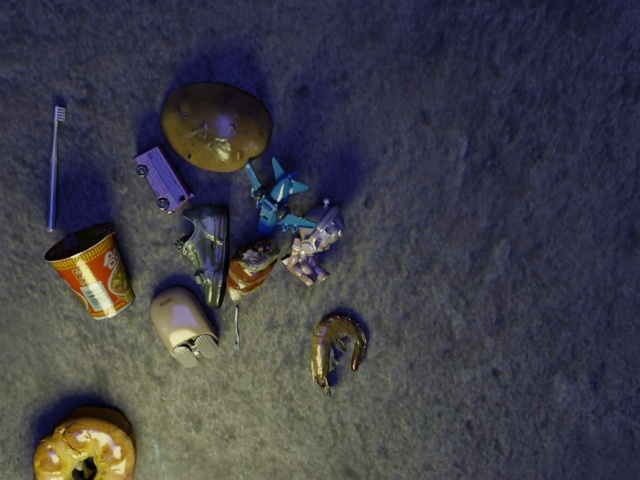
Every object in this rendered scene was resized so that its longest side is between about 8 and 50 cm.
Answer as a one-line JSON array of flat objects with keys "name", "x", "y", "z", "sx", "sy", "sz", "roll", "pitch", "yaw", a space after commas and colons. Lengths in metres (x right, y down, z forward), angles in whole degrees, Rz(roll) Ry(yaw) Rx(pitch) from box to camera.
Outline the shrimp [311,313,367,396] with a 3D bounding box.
[{"name": "shrimp", "x": 0.055, "y": 0.335, "z": 1.981, "sx": 0.173, "sy": 0.058, "sz": 0.253, "roll": -7, "pitch": 104, "yaw": -12}]

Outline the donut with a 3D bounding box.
[{"name": "donut", "x": -0.671, "y": 0.638, "z": 1.940, "sx": 0.317, "sy": 0.150, "sz": 0.299, "roll": -41, "pitch": 105, "yaw": 5}]

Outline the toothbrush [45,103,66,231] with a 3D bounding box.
[{"name": "toothbrush", "x": -0.701, "y": -0.188, "z": 1.777, "sx": 0.030, "sy": 0.025, "sz": 0.341, "roll": 9, "pitch": 104, "yaw": -10}]

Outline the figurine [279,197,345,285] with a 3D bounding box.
[{"name": "figurine", "x": -0.003, "y": -0.002, "z": 1.827, "sx": 0.141, "sy": 0.162, "sz": 0.236, "roll": 30, "pitch": 111, "yaw": 6}]

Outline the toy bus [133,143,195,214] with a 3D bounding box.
[{"name": "toy bus", "x": -0.414, "y": -0.163, "z": 1.779, "sx": 0.098, "sy": 0.087, "sz": 0.178, "roll": -30, "pitch": 104, "yaw": -3}]

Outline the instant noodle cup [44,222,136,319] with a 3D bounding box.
[{"name": "instant noodle cup", "x": -0.595, "y": 0.090, "z": 1.794, "sx": 0.193, "sy": 0.193, "sz": 0.212, "roll": -21, "pitch": 115, "yaw": 0}]

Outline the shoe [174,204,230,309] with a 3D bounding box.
[{"name": "shoe", "x": -0.327, "y": 0.041, "z": 1.837, "sx": 0.149, "sy": 0.109, "sz": 0.292, "roll": 6, "pitch": 102, "yaw": -3}]

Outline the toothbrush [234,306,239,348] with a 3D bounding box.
[{"name": "toothbrush", "x": -0.243, "y": 0.253, "z": 1.948, "sx": 0.013, "sy": 0.011, "sz": 0.131, "roll": -5, "pitch": 106, "yaw": -26}]

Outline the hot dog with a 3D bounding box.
[{"name": "hot dog", "x": -0.195, "y": 0.073, "z": 1.836, "sx": 0.103, "sy": 0.146, "sz": 0.213, "roll": 45, "pitch": 127, "yaw": 11}]

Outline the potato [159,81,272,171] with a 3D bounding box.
[{"name": "potato", "x": -0.274, "y": -0.286, "z": 1.750, "sx": 0.299, "sy": 0.116, "sz": 0.238, "roll": 13, "pitch": 108, "yaw": -7}]

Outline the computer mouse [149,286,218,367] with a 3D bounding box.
[{"name": "computer mouse", "x": -0.385, "y": 0.244, "z": 1.896, "sx": 0.145, "sy": 0.082, "sz": 0.236, "roll": -24, "pitch": 105, "yaw": 1}]

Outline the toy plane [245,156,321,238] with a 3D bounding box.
[{"name": "toy plane", "x": -0.120, "y": -0.089, "z": 1.775, "sx": 0.254, "sy": 0.105, "sz": 0.271, "roll": 41, "pitch": 131, "yaw": 12}]
